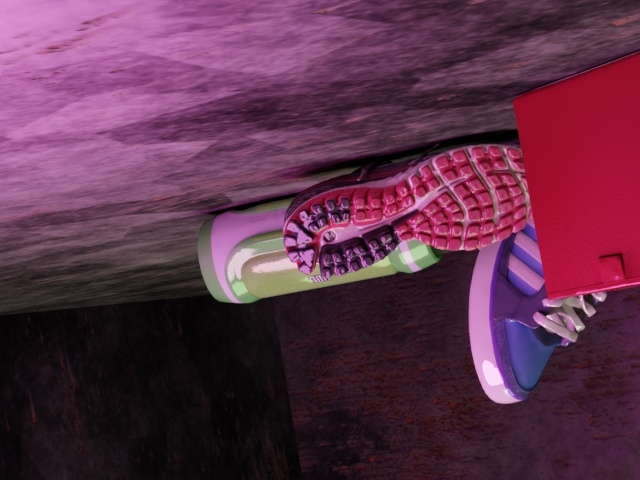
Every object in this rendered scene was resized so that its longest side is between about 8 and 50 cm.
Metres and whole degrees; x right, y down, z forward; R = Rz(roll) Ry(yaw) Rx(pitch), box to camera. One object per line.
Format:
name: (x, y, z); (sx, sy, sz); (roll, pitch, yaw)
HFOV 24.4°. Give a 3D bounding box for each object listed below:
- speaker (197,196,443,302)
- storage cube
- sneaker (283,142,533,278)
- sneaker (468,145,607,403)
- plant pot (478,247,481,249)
speaker: (0.000, 0.000, 1.883); (0.297, 0.131, 0.131); (-11, 176, 18)
storage cube: (0.309, -0.060, 1.326); (0.184, 0.193, 0.215); (-7, 176, -33)
sneaker: (0.102, -0.053, 1.647); (0.299, 0.120, 0.112); (-11, -155, 4)
sneaker: (0.307, 0.027, 1.654); (0.236, 0.322, 0.130); (-1, 159, 36)
plant pot: (0.258, -0.050, 1.936); (0.134, 0.134, 0.095); (-7, 148, -34)
